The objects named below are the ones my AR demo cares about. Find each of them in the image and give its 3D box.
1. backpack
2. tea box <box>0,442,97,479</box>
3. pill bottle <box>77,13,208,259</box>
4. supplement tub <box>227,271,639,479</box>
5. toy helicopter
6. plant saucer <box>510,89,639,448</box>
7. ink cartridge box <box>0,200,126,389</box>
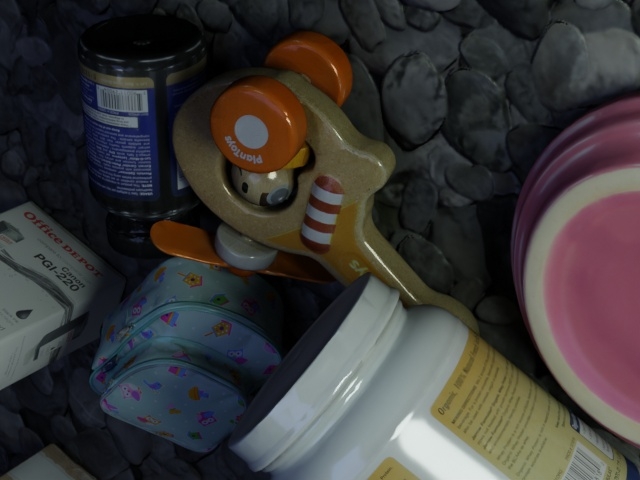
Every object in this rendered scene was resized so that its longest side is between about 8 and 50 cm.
[{"bbox_3d":[-0.126,0.110,1.532,0.166,0.144,0.188,28,124,-20],"label":"backpack"},{"bbox_3d":[-0.307,0.486,1.816,0.329,0.220,0.323,37,130,18],"label":"tea box"},{"bbox_3d":[-0.167,-0.098,1.488,0.123,0.123,0.219,19,124,30],"label":"pill bottle"},{"bbox_3d":[0.101,0.198,1.312,0.316,0.228,0.228,40,132,-4],"label":"supplement tub"},{"bbox_3d":[0.000,0.000,1.410,0.355,0.140,0.235,47,126,-6],"label":"toy helicopter"},{"bbox_3d":[0.291,0.045,1.231,0.332,0.084,0.332,17,121,32],"label":"plant saucer"},{"bbox_3d":[-0.340,0.062,1.638,0.158,0.218,0.092,38,124,18],"label":"ink cartridge box"}]
